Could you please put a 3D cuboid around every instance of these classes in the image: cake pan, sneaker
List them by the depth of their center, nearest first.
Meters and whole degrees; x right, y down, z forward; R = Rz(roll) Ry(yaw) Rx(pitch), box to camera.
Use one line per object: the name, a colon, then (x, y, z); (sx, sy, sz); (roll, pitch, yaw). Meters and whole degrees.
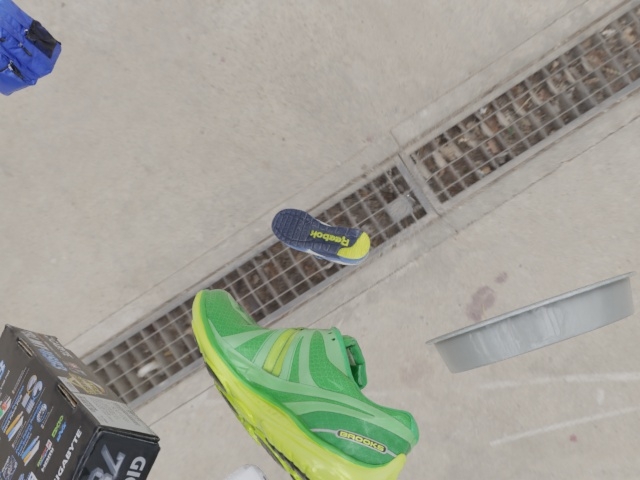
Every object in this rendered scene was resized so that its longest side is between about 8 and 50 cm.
sneaker: (-0.023, 0.132, 0.684); (0.124, 0.109, 0.295); (-34, 44, -20)
cake pan: (0.288, 0.115, 0.984); (0.293, 0.293, 0.054); (-20, 79, 8)
sneaker: (0.000, 0.000, 0.990); (0.144, 0.059, 0.053); (21, 78, 17)

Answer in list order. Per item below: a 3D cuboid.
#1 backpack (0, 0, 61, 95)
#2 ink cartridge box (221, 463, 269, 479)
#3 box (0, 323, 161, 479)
backpack: (-0.428, -0.266, 0.981); (0.098, 0.120, 0.101); (-16, 48, 22)
ink cartridge box: (-0.088, 0.315, 0.387); (0.296, 0.066, 0.261); (-29, 75, -29)
box: (-0.300, 0.263, 0.707); (0.073, 0.293, 0.295); (27, 84, -37)
